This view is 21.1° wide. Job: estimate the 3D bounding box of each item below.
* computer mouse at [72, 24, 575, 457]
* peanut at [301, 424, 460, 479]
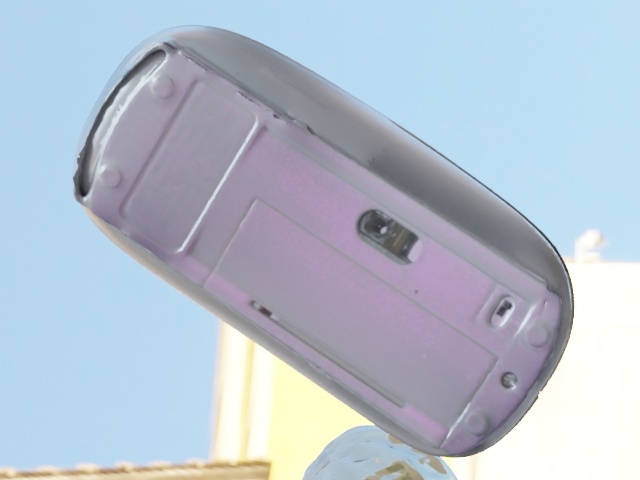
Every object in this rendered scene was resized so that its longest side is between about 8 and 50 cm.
[{"bbox_3d":[0.000,0.000,0.791,0.245,0.056,0.126,33,-75,9],"label":"computer mouse"},{"bbox_3d":[0.062,0.198,0.931,0.111,0.274,0.125,-49,-47,7],"label":"peanut"}]
